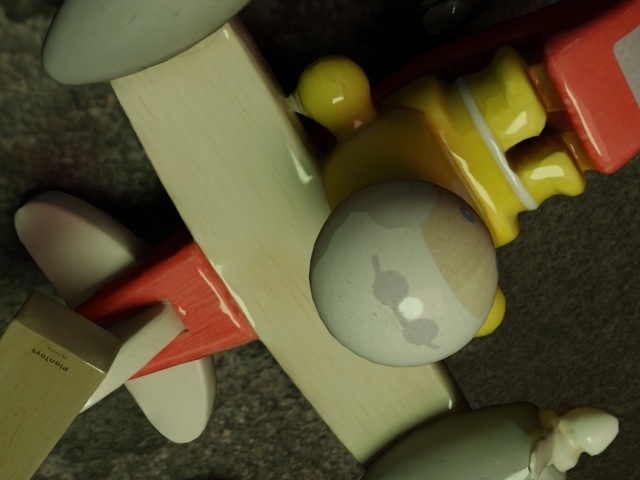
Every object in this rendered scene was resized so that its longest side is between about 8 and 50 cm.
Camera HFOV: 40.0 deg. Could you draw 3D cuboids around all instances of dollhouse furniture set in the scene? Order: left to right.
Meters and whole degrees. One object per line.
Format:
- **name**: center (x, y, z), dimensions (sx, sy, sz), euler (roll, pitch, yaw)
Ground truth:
- **dollhouse furniture set**: center (-0.176, 0.017, 0.465), dimensions (0.151, 0.123, 0.144), euler (33, 123, -12)

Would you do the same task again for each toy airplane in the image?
- **toy airplane**: center (0.000, 0.000, 0.489), dimensions (0.386, 0.272, 0.384), euler (13, 102, -12)
